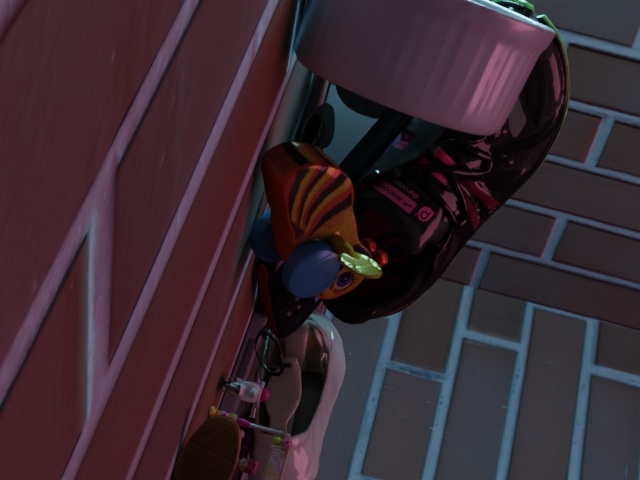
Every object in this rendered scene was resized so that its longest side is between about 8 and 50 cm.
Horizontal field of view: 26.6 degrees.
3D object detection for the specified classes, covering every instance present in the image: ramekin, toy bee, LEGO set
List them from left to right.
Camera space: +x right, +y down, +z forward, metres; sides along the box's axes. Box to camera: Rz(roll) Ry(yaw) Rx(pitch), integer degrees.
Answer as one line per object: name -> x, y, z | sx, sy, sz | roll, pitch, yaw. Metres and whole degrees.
LEGO set -> -0.106, 0.314, 1.667 | 0.132, 0.107, 0.287 | -39, 144, -85
toy bee -> 0.000, 0.000, 1.584 | 0.195, 0.162, 0.298 | 58, -29, 22
ramekin -> 0.106, -0.220, 1.495 | 0.277, 0.277, 0.135 | -63, 174, -76

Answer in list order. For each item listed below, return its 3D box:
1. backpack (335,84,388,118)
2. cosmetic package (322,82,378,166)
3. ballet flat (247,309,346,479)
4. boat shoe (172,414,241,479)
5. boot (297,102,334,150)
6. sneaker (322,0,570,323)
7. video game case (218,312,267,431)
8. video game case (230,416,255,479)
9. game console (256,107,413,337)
backpack -> 0.100, -0.278, 1.983 | 0.144, 0.166, 0.188 | 88, 15, -77
cosmetic package -> 0.063, -0.184, 2.159 | 0.107, 0.127, 0.238 | 86, 17, -81
ballet flat -> -0.036, 0.201, 2.015 | 0.400, 0.139, 0.139 | -81, -177, -52
boat shoe -> -0.129, 0.256, 1.462 | 0.059, 0.063, 0.170 | -74, -173, -74
boot -> -0.006, -0.153, 1.860 | 0.087, 0.042, 0.118 | 90, 14, -69
sneaker -> 0.155, -0.075, 1.696 | 0.483, 0.185, 0.202 | -61, 172, 23
video game case -> -0.117, 0.238, 1.873 | 0.193, 0.023, 0.212 | -72, 175, -47
video game case -> -0.143, 0.411, 2.049 | 0.210, 0.042, 0.232 | 98, 8, -57
game console -> 0.048, -0.046, 1.895 | 0.386, 0.060, 0.342 | -50, 171, -14
